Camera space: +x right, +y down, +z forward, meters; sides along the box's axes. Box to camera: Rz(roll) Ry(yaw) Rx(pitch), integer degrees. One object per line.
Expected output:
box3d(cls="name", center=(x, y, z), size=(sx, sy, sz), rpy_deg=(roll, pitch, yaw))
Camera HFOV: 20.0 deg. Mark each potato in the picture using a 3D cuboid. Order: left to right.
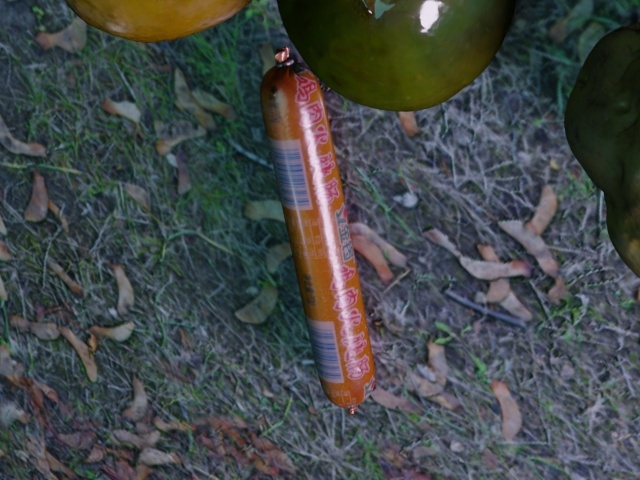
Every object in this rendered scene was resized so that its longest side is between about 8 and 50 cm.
box3d(cls="potato", center=(0.258, -0.057, 1.243), size=(0.200, 0.137, 0.154), rpy_deg=(64, 163, -15))

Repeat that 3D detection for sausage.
box3d(cls="sausage", center=(0.000, 0.000, 1.525), size=(0.053, 0.053, 0.348), rpy_deg=(8, 123, 33))

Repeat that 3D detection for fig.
box3d(cls="fig", center=(0.052, -0.182, 1.287), size=(0.181, 0.191, 0.181), rpy_deg=(1, 93, 11))

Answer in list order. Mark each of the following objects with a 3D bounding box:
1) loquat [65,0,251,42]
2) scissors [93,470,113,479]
box3d(cls="loquat", center=(-0.130, -0.248, 1.356), size=(0.213, 0.213, 0.213), rpy_deg=(19, 128, 26))
box3d(cls="scissors", center=(-0.076, 0.346, 1.833), size=(0.383, 0.029, 0.256), rpy_deg=(25, 130, 23))
